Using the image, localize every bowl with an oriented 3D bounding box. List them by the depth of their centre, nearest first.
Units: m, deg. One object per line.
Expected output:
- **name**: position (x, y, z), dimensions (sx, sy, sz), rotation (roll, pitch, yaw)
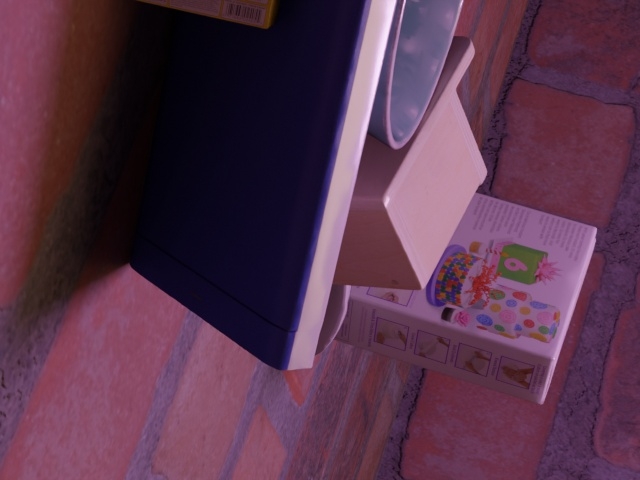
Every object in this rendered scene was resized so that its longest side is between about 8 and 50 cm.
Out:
- **bowl**: position (0.032, -0.248, 1.276), dimensions (0.311, 0.163, 0.311), rotation (16, 90, -78)

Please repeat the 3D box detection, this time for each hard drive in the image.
- **hard drive**: position (-0.045, -0.095, 1.058), dimensions (0.040, 0.210, 0.318), rotation (0, 110, -39)

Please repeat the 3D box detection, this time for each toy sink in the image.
- **toy sink**: position (0.063, -0.075, 1.450), dimensions (0.234, 0.153, 0.131), rotation (-60, 139, -35)

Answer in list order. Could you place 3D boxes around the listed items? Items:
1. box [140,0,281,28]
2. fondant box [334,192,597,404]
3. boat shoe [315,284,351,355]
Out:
- **box**: position (-0.064, -0.238, 0.968), dimensions (0.043, 0.105, 0.179), rotation (-63, 166, -73)
- **fondant box**: position (0.151, 0.044, 1.828), dimensions (0.096, 0.330, 0.238), rotation (94, 17, -45)
- **boat shoe**: position (0.000, 0.000, 1.664), dimensions (0.088, 0.096, 0.267), rotation (-40, 136, -63)
